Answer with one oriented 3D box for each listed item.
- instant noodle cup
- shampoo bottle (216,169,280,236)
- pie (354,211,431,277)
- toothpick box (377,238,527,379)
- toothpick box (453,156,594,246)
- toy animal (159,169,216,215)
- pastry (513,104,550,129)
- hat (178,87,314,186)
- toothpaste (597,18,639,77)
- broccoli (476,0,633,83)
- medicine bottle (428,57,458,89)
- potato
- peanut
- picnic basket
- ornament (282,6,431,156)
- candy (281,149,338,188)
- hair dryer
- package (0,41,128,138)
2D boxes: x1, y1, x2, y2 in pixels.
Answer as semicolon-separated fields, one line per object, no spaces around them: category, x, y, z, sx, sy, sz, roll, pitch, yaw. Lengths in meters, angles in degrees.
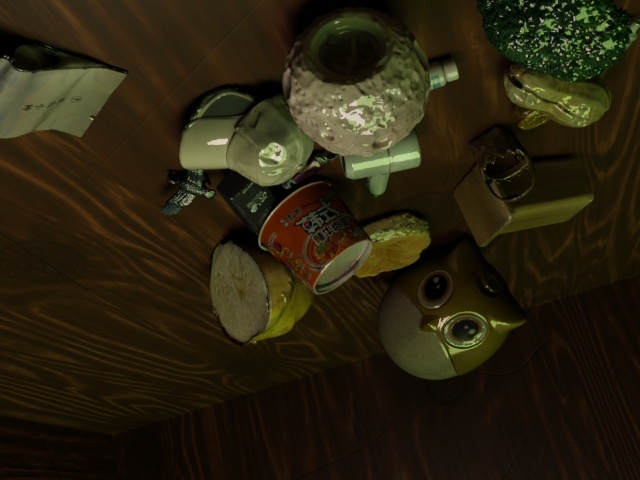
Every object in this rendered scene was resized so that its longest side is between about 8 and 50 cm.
instant noodle cup;0.000;0.000;1.765;0.250;0.192;0.250;-36;158;-17
shampoo bottle;-0.154;-0.083;1.719;0.098;0.071;0.309;-51;157;-9
pie;0.181;0.023;2.150;0.340;0.083;0.339;-14;157;-6
toothpick box;0.427;0.239;2.361;0.409;0.408;0.425;8;141;-40
toothpick box;0.566;-0.123;1.945;0.308;0.190;0.187;-10;156;-21
toy animal;-0.291;-0.126;1.583;0.108;0.062;0.220;10;133;-39
pastry;0.501;-0.306;1.649;0.097;0.057;0.109;-11;158;-22
hat;-0.148;-0.189;1.422;0.275;0.160;0.232;-9;151;-5
toothpaste;0.619;-0.400;1.532;0.064;0.041;0.218;7;153;-14
broccoli;0.406;-0.406;1.159;0.297;0.297;0.297;-35;157;-6
medicine bottle;0.232;-0.335;1.434;0.089;0.052;0.052;-18;156;6
potato;-0.129;0.119;2.005;0.296;0.289;0.397;-14;158;-34
peanut;0.514;-0.320;1.528;0.291;0.130;0.130;13;146;-26
picnic basket;0.456;-0.181;1.740;0.128;0.178;0.138;-33;150;34
ornament;0.062;-0.271;1.237;0.260;0.259;0.225;-16;155;4
candy;-0.031;-0.170;1.657;0.175;0.045;0.043;-31;137;31
hair dryer;0.133;-0.163;1.720;0.173;0.107;0.357;-10;162;-3
package;-0.487;-0.253;1.217;0.204;0.062;0.251;-34;162;36
